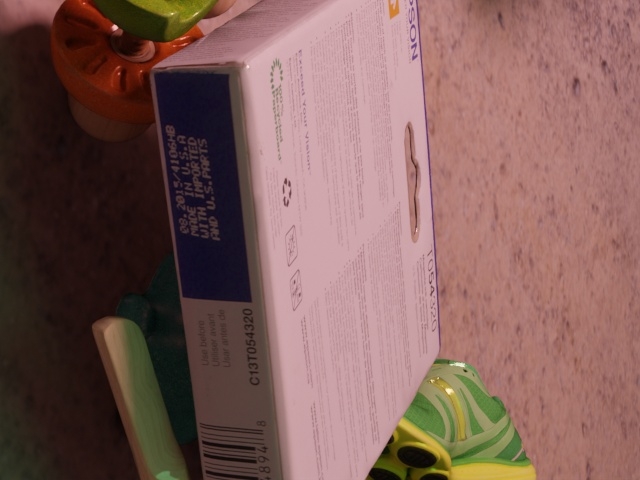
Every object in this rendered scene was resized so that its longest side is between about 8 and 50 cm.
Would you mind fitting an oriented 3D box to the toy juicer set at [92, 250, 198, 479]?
[{"bbox_3d":[-0.081,0.107,0.926,0.329,0.089,0.209,-32,122,-65],"label":"toy juicer set"}]

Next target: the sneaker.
[{"bbox_3d":[0.082,0.162,1.176,0.295,0.109,0.123,26,45,-54],"label":"sneaker"}]

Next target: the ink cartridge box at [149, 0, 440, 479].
[{"bbox_3d":[0.000,0.000,0.909,0.330,0.071,0.324,-49,137,-62],"label":"ink cartridge box"}]

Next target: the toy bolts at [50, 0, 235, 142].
[{"bbox_3d":[-0.124,-0.193,0.901,0.218,0.158,0.228,42,49,7],"label":"toy bolts"}]
